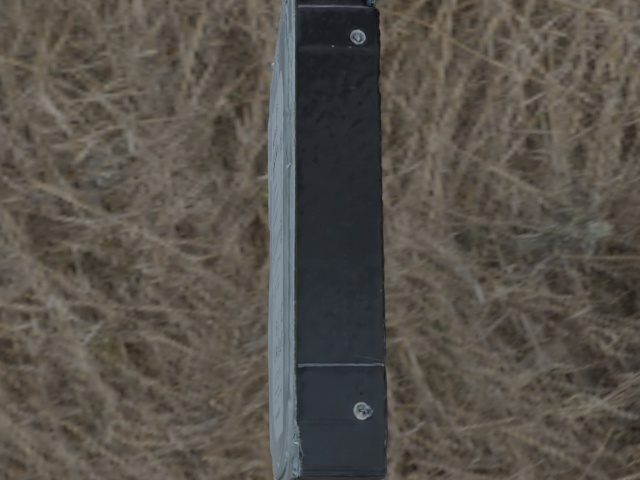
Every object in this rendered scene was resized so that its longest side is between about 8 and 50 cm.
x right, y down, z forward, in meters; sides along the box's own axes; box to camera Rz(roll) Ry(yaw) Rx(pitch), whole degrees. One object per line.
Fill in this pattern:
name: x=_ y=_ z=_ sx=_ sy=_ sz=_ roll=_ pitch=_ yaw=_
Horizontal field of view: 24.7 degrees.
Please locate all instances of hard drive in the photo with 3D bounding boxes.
hard drive: x=0.000 y=0.000 z=0.993 sx=0.064 sy=0.237 sz=0.339 roll=1 pitch=77 yaw=-5
